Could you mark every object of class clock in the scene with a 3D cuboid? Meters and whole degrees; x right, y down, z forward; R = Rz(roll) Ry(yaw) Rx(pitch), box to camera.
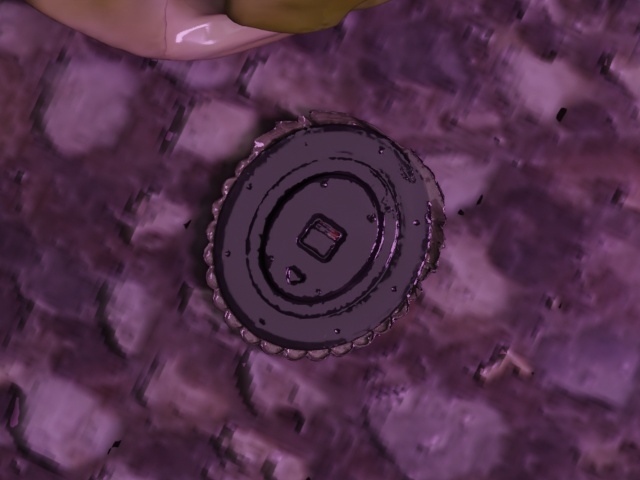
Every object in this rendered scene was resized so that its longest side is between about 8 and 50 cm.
[{"bbox_3d":[0.000,0.000,0.620,0.074,0.010,0.083,35,93,0],"label":"clock"}]

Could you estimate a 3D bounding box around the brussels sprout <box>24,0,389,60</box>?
[{"bbox_3d":[0.009,-0.177,0.523,0.219,0.210,0.271,36,108,5],"label":"brussels sprout"}]
